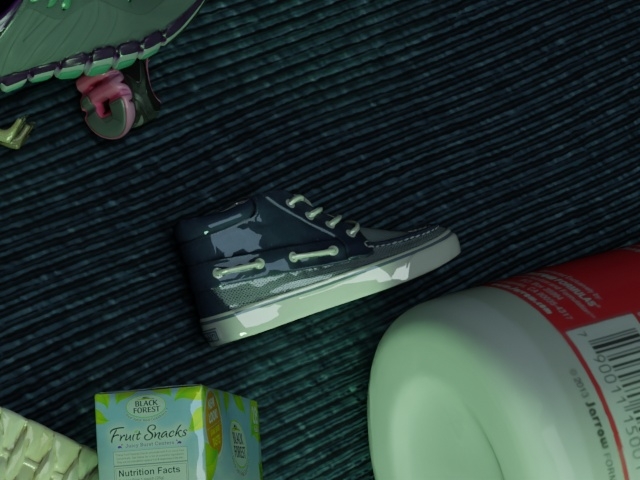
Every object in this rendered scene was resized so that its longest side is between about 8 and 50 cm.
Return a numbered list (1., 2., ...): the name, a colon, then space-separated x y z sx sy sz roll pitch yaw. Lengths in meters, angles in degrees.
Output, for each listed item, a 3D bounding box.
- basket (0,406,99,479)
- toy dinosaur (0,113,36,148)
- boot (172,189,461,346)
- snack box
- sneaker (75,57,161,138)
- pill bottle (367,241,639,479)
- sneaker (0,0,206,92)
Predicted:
1. basket: -0.205 0.178 1.141 0.113 0.103 0.167 28 69 -19
2. toy dinosaur: -0.222 -0.093 1.223 0.092 0.053 0.183 33 65 2
3. boot: 0.000 0.000 1.287 0.190 0.069 0.086 -19 92 -25
4. snack box: -0.076 0.193 1.157 0.070 0.174 0.207 -7 82 8
5. sneaker: -0.137 -0.124 1.268 0.057 0.047 0.119 -17 87 -50
6. pill bottle: 0.255 0.107 1.298 0.407 0.229 0.229 -14 86 -27
7. sneaker: -0.156 -0.145 1.174 0.223 0.098 0.083 -27 75 -21
